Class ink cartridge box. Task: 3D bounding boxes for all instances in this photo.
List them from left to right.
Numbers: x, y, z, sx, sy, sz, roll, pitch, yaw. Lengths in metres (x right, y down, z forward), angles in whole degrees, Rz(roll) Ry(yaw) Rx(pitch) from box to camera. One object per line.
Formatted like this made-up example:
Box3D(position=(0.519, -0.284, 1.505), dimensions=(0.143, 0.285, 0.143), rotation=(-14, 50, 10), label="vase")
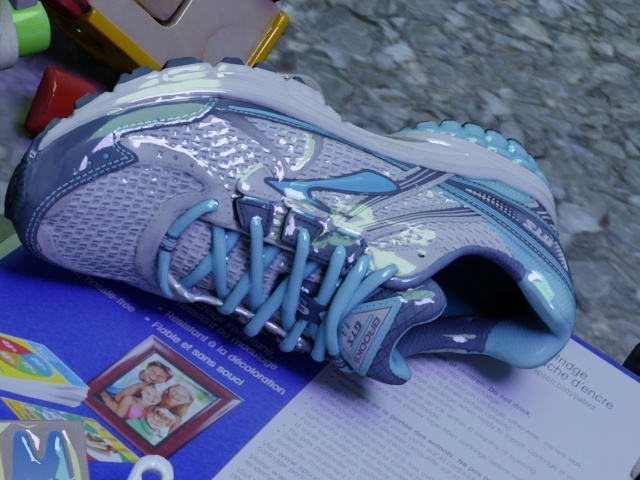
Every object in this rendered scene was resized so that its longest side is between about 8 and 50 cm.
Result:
Box3D(position=(-0.018, 0.088, 0.901), dimensions=(0.303, 0.072, 0.307), rotation=(33, 34, 11), label="ink cartridge box")

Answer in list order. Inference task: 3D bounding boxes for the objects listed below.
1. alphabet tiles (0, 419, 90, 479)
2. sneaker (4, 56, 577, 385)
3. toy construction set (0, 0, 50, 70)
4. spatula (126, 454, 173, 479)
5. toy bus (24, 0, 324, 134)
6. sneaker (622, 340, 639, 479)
Box3D(position=(-0.183, 0.158, 0.686), dimensions=(0.237, 0.009, 0.198), rotation=(3, 66, -30), label="alphabet tiles")
Box3D(position=(0.000, 0.000, 0.877), dimensions=(0.283, 0.110, 0.122), rotation=(4, 43, -27), label="sneaker")
Box3D(position=(-0.229, -0.194, 0.975), dimensions=(0.151, 0.215, 0.328), rotation=(-7, 49, -18), label="toy construction set")
Box3D(position=(-0.054, 0.199, 0.706), dimensions=(0.168, 0.019, 0.242), rotation=(26, 57, -1), label="spatula")
Box3D(position=(-0.104, -0.145, 1.097), dimensions=(0.191, 0.202, 0.104), rotation=(-14, 21, -34), label="toy bus")
Box3D(position=(0.276, 0.154, 0.971), dimensions=(0.121, 0.111, 0.300), rotation=(1, 45, -38), label="sneaker")
